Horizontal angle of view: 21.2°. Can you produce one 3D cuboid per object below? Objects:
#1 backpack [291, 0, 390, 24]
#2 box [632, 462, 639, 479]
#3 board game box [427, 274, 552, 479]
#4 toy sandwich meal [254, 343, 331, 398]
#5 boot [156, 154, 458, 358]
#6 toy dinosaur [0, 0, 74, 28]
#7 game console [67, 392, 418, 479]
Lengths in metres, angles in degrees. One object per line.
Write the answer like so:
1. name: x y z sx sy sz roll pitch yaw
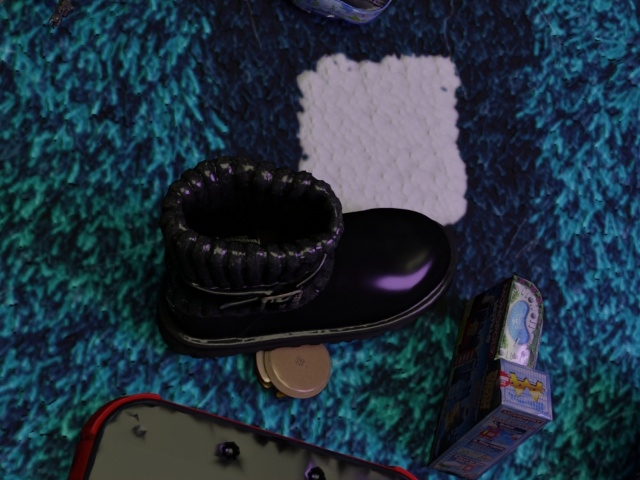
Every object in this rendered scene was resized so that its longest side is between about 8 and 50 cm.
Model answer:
1. backpack: 0.026 -0.294 1.889 0.114 0.084 0.105 22 73 -6
2. box: 0.454 0.247 1.774 0.233 0.059 0.183 30 74 -6
3. board game box: 0.189 0.143 1.780 0.060 0.194 0.194 18 74 -12
4. toy sandwich meal: -0.030 0.133 1.807 0.086 0.029 0.085 9 67 -22
5. boot: 0.001 0.004 1.707 0.348 0.260 0.131 -16 65 -18
6. toy dinosaur: -0.286 -0.293 1.812 0.268 0.064 0.118 -41 85 -24
7. game console: -0.085 0.353 1.718 0.387 0.060 0.342 18 72 -12
